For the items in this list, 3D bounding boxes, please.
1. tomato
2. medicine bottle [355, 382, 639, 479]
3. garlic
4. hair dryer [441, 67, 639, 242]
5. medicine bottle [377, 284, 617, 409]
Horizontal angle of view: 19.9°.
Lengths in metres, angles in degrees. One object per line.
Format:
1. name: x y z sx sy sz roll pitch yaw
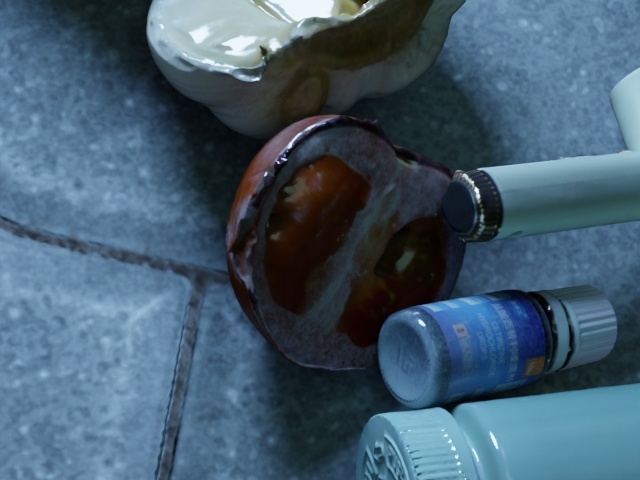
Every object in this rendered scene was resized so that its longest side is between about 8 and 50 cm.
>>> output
1. tomato: 0.000 0.000 1.464 0.228 0.112 0.199 33 81 -39
2. medicine bottle: 0.200 0.196 1.431 0.318 0.158 0.158 -5 72 -17
3. garlic: -0.002 -0.193 1.516 0.281 0.184 0.203 -38 52 -6
4. hair dryer: 0.239 -0.046 1.518 0.362 0.128 0.203 -7 72 -31
5. medicine bottle: 0.147 0.082 1.483 0.203 0.083 0.083 -9 72 -36
